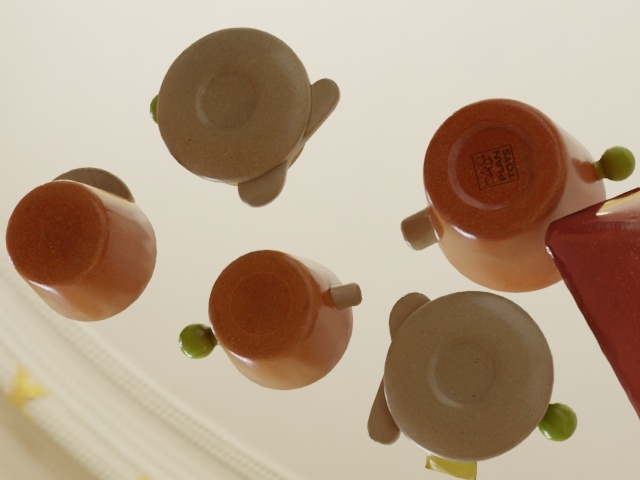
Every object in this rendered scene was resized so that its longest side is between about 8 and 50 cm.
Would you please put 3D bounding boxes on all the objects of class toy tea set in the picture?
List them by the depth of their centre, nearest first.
[{"bbox_3d":[0.000,0.000,1.039,0.336,0.124,0.200,17,-99,19],"label":"toy tea set"}]

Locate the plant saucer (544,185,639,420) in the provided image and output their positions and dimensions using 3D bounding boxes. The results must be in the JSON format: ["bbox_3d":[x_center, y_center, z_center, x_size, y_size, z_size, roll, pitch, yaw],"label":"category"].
[{"bbox_3d":[0.279,0.050,0.931,0.258,0.259,0.048,63,-17,18],"label":"plant saucer"}]
